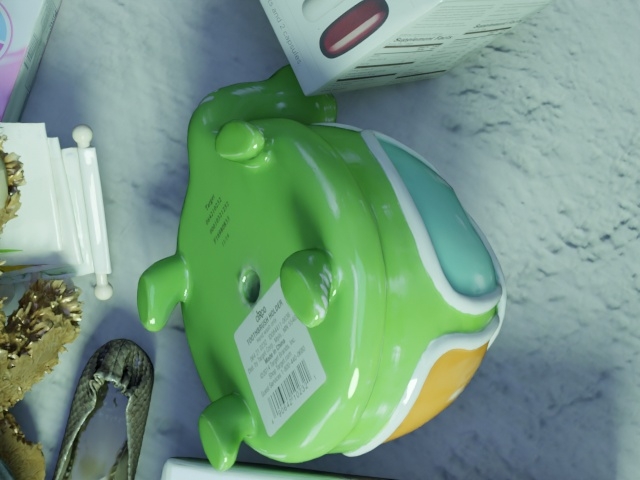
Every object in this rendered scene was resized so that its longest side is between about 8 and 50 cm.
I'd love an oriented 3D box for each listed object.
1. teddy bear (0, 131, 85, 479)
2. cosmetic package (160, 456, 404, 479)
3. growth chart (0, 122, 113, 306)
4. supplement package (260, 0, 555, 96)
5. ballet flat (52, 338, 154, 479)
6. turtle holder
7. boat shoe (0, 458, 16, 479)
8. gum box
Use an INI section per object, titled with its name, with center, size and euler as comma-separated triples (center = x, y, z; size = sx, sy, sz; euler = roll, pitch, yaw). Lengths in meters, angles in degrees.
[teddy bear]
center = -0.296, 0.069, 0.853
size = 0.113, 0.338, 0.245
euler = 26, 55, 33
[cosmetic package]
center = 0.055, 0.291, 0.887
size = 0.385, 0.156, 0.217
euler = 9, 81, -2
[growth chart]
center = -0.285, -0.027, 0.938
size = 0.237, 0.021, 0.172
euler = 6, 110, 1
[supplement package]
center = 0.039, -0.271, 0.923
size = 0.204, 0.145, 0.262
euler = -18, 80, -52
[ballet flat]
center = -0.182, 0.202, 0.928
size = 0.084, 0.058, 0.250
euler = 12, 81, -2
[turtle holder]
center = -0.002, 0.020, 0.901
size = 0.227, 0.320, 0.243
euler = 0, 116, -35
[boat shoe]
center = -0.245, 0.299, 0.868
size = 0.108, 0.102, 0.301
euler = -2, 113, 8
[gum box]
center = -0.291, -0.175, 0.973
size = 0.107, 0.062, 0.188
euler = 17, 81, -2
